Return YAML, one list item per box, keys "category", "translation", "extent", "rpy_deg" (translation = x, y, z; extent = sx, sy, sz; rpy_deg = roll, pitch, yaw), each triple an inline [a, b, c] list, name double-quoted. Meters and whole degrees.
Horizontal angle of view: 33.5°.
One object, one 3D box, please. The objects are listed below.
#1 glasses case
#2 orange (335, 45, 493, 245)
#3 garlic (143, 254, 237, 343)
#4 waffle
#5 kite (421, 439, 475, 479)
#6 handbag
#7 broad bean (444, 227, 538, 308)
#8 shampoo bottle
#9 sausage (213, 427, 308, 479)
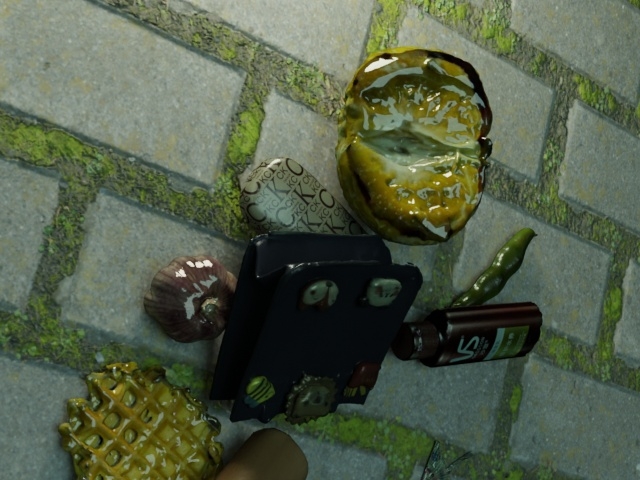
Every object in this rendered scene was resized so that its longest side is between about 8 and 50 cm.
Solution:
- category: "glasses case"
  translation: [0.000, 0.000, 1.864]
  extent: [0.354, 0.085, 0.137]
  rpy_deg: [46, 68, -26]
- category: "orange"
  translation: [0.151, -0.163, 1.903]
  extent: [0.271, 0.210, 0.368]
  rpy_deg: [11, 78, -17]
- category: "garlic"
  translation: [-0.198, 0.095, 1.710]
  extent: [0.159, 0.102, 0.147]
  rpy_deg: [21, 80, -34]
- category: "waffle"
  translation: [-0.273, 0.320, 1.672]
  extent: [0.281, 0.060, 0.262]
  rpy_deg: [-3, 89, -35]
- category: "kite"
  translation: [0.244, 0.449, 2.060]
  extent: [0.157, 0.011, 0.139]
  rpy_deg: [-27, 106, -32]
- category: "handbag"
  translation: [-0.007, 0.155, 1.758]
  extent: [0.303, 0.122, 0.329]
  rpy_deg: [2, 115, -40]
- category: "broad bean"
  translation: [0.347, 0.075, 2.132]
  extent: [0.297, 0.043, 0.060]
  rpy_deg: [-43, 101, -28]
- category: "shampoo bottle"
  translation: [0.282, 0.182, 2.044]
  extent: [0.323, 0.084, 0.129]
  rpy_deg: [0, 125, -36]
- category: "sausage"
  translation: [-0.121, 0.413, 1.683]
  extent: [0.253, 0.123, 0.123]
  rpy_deg: [-45, 114, -53]
